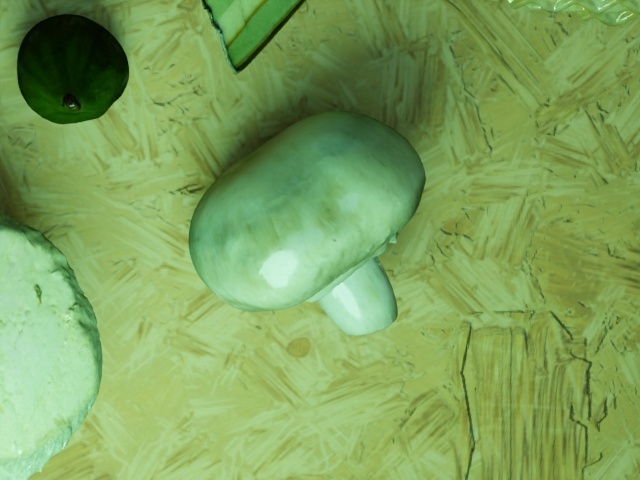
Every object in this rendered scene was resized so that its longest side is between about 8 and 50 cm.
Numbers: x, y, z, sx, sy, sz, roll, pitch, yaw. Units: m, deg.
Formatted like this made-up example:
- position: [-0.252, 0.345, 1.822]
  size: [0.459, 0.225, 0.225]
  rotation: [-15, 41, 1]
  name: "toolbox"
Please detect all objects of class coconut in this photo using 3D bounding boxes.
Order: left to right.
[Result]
- position: [-0.404, 0.119, 1.522]
  size: [0.297, 0.310, 0.297]
  rotation: [11, 73, -39]
  name: "coconut"

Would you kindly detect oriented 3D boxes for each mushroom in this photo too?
- position: [0.000, 0.000, 1.595]
  size: [0.260, 0.254, 0.234]
  rotation: [-26, 103, 41]
  name: "mushroom"

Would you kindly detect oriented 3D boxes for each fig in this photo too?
- position: [-0.257, -0.159, 1.535]
  size: [0.117, 0.177, 0.117]
  rotation: [-1, 121, -1]
  name: "fig"

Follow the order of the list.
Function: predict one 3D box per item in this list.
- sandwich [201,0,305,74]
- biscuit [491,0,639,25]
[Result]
- position: [-0.036, -0.280, 1.541]
  size: [0.187, 0.144, 0.117]
  rotation: [-24, 138, 0]
  name: "sandwich"
- position: [0.315, -0.301, 1.604]
  size: [0.309, 0.204, 0.040]
  rotation: [7, 61, -13]
  name: "biscuit"
